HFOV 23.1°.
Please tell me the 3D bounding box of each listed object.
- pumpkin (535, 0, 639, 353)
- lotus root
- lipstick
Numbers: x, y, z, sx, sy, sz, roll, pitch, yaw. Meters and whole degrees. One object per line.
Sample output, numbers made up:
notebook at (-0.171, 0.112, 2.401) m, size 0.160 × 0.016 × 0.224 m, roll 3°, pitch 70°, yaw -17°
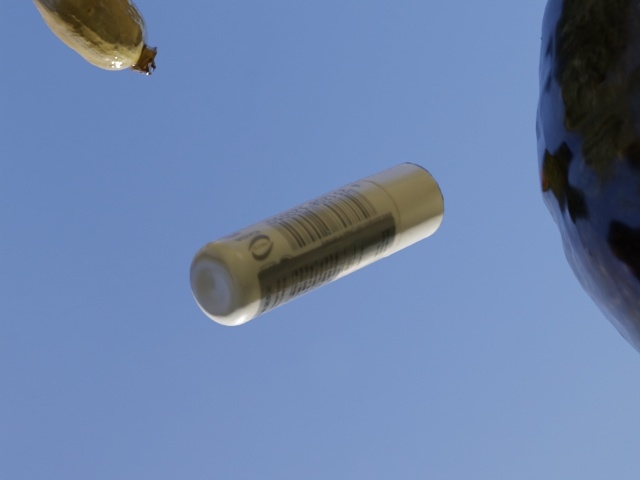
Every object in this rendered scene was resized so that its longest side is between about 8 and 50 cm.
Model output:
pumpkin at (0.231, -0.064, 0.595) m, size 0.192 × 0.320 × 0.320 m, roll 69°, pitch -148°, yaw -65°
lotus root at (-0.186, -0.185, 1.291) m, size 0.062 × 0.073 × 0.150 m, roll -45°, pitch -63°, yaw 12°
lipstick at (0.000, 0.000, 0.720) m, size 0.141 × 0.040 × 0.040 m, roll -24°, pitch -80°, yaw -44°
